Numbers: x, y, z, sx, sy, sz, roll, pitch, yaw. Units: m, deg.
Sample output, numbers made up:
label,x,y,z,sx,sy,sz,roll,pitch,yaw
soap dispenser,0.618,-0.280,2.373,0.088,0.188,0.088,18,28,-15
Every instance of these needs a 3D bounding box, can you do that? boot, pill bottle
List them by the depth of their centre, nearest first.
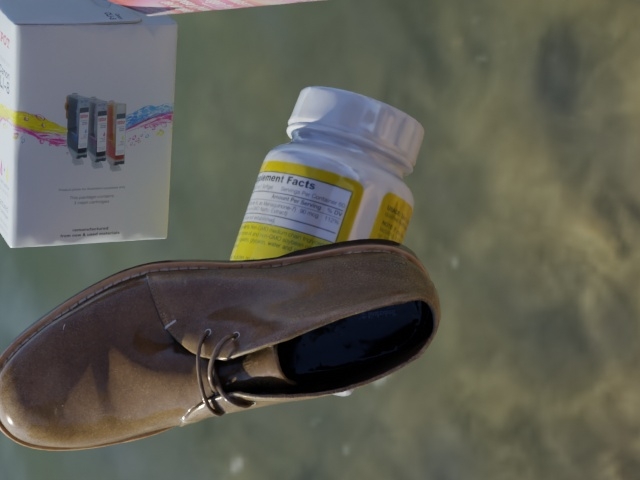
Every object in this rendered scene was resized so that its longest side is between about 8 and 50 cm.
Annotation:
label,x,y,z,sx,sy,sz,roll,pitch,yaw
boot,-0.070,0.071,1.114,0.115,0.305,0.112,-113,7,-77
pill bottle,0.000,0.000,1.278,0.119,0.119,0.208,7,75,51

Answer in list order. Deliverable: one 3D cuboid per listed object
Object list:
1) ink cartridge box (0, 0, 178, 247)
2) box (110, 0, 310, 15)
label,x,y,z,sx,sy,sz,roll,pitch,yaw
ink cartridge box,-0.190,-0.100,1.329,0.128,0.127,0.176,-138,50,-60
box,-0.072,-0.207,0.868,0.142,0.300,0.154,-3,89,13
